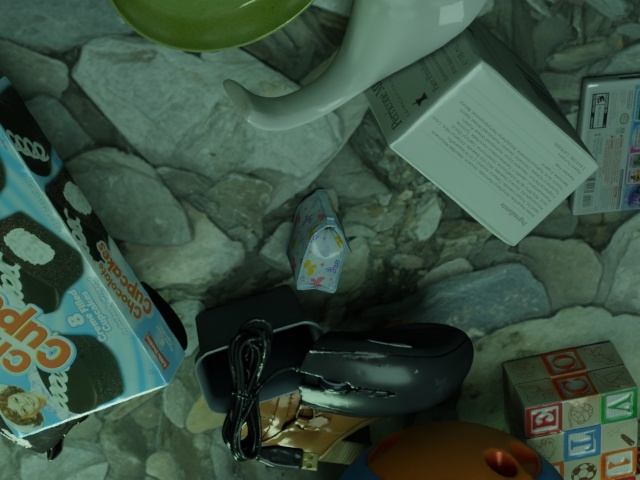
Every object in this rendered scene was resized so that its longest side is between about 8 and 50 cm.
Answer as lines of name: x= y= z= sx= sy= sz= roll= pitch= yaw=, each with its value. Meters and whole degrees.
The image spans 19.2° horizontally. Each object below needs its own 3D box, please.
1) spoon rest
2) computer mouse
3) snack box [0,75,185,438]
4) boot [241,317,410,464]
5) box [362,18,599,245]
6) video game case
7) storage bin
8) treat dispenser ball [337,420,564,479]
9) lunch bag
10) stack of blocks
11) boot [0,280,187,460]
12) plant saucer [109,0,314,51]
spoon rest: x=0.043 y=-0.196 z=1.748 sx=0.276 sy=0.137 sz=0.084 roll=-37 pitch=145 yaw=7
computer mouse: x=0.028 y=0.169 z=1.919 sx=0.262 sy=0.060 sz=0.184 roll=2 pitch=122 yaw=-18
snack box: x=-0.288 y=0.023 z=1.765 sx=0.187 sy=0.060 sz=0.322 roll=-21 pitch=112 yaw=27
boot: x=0.004 y=0.153 z=2.008 sx=0.152 sy=0.073 sz=0.197 roll=16 pitch=114 yaw=-19
box: x=0.141 y=-0.122 z=1.795 sx=0.119 sy=0.181 sz=0.182 roll=-44 pitch=122 yaw=14
video game case: x=0.333 y=-0.102 z=1.959 sx=0.143 sy=0.019 sz=0.157 roll=-6 pitch=123 yaw=-11
storage bin: x=-0.064 y=0.110 z=1.947 sx=0.135 sy=0.091 sz=0.098 roll=-17 pitch=126 yaw=-2
treat dispenser ball: x=0.136 y=0.332 z=1.983 sx=0.288 sy=0.288 sz=0.288 roll=-7 pitch=124 yaw=-10
lunch bag: x=0.000 y=0.000 z=1.904 sx=0.053 sy=0.071 sz=0.083 roll=4 pitch=120 yaw=-16
stack of blocks: x=0.303 y=0.263 z=2.146 sx=0.171 sy=0.087 sz=0.297 roll=-11 pitch=124 yaw=-8
boot: x=-0.286 y=0.096 z=1.887 sx=0.229 sy=0.091 sz=0.263 roll=-34 pitch=118 yaw=18
plant saucer: x=-0.088 y=-0.280 z=1.698 sx=0.241 sy=0.037 sz=0.241 roll=-15 pitch=134 yaw=-16
